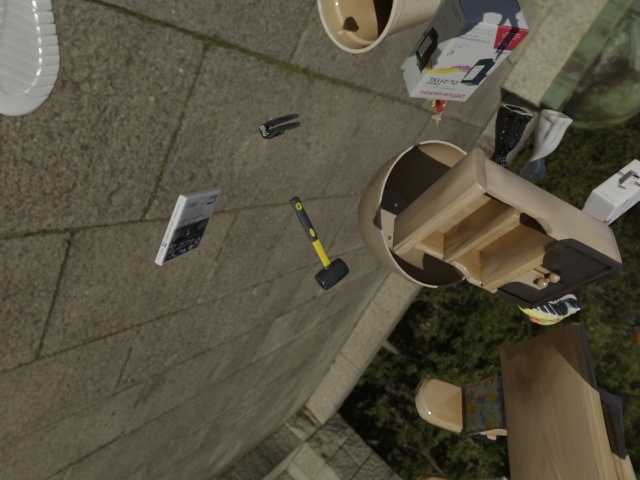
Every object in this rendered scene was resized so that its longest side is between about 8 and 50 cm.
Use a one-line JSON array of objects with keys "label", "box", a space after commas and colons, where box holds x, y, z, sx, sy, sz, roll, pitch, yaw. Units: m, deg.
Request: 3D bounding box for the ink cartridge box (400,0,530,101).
[{"label": "ink cartridge box", "box": [0.237, -0.321, 0.779, 0.127, 0.072, 0.175, -3, 158, -21]}]

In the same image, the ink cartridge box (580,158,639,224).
[{"label": "ink cartridge box", "box": [0.615, -0.091, 0.956, 0.135, 0.056, 0.099, -33, 149, -15]}]

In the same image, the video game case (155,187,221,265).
[{"label": "video game case", "box": [-0.315, -0.039, 1.107, 0.173, 0.022, 0.190, -65, 175, 15]}]

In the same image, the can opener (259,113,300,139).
[{"label": "can opener", "box": [-0.128, -0.361, 1.433, 0.073, 0.059, 0.186, -30, -166, -37]}]

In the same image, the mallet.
[{"label": "mallet", "box": [0.000, 0.000, 0.823, 0.062, 0.039, 0.190, -29, 118, -21]}]

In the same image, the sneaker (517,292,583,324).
[{"label": "sneaker", "box": [0.491, 0.153, 1.012, 0.208, 0.081, 0.094, 8, 137, -35]}]

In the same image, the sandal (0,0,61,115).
[{"label": "sandal", "box": [-0.707, -0.504, 1.074, 0.169, 0.102, 0.416, -2, 111, -42]}]

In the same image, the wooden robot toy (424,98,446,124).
[{"label": "wooden robot toy", "box": [0.354, -0.448, 1.420, 0.076, 0.079, 0.173, -58, 163, -48]}]

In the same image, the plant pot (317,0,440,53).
[{"label": "plant pot", "box": [0.210, -0.785, 1.450, 0.305, 0.334, 0.334, -25, 148, -35]}]

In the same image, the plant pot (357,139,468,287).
[{"label": "plant pot", "box": [0.189, -0.050, 0.967, 0.284, 0.284, 0.191, -43, -163, -21]}]

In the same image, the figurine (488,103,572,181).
[{"label": "figurine", "box": [0.559, -0.253, 1.266, 0.214, 0.092, 0.209, 1, 122, -17]}]

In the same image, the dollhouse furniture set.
[{"label": "dollhouse furniture set", "box": [0.232, 0.126, 0.541, 0.362, 0.256, 0.394, -47, -154, 49]}]
